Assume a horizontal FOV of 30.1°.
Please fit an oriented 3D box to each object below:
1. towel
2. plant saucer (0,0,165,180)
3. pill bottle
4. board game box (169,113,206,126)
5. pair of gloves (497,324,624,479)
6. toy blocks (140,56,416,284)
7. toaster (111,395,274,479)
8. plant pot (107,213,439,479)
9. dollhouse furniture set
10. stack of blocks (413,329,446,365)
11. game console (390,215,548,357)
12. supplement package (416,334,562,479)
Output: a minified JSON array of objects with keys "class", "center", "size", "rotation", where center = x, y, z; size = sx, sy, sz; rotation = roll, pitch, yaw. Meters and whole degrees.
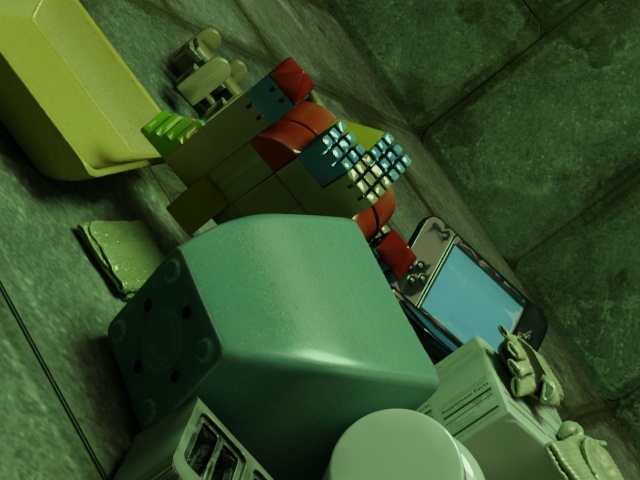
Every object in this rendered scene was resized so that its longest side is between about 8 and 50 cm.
[{"class":"towel","center":[-0.228,0.020,1.442],"size":[0.110,0.027,0.148],"rotation":[56,16,10]},{"class":"plant saucer","center":[-0.342,-0.204,1.516],"size":[0.333,0.081,0.333],"rotation":[53,17,2]},{"class":"pill bottle","center":[0.090,0.296,1.255],"size":[0.318,0.176,0.176],"rotation":[77,-13,-59]},{"class":"board game box","center":[-0.151,-0.084,1.870],"size":[0.259,0.039,0.124],"rotation":[58,17,10]},{"class":"pair of gloves","center":[0.304,0.222,1.495],"size":[0.204,0.042,0.240],"rotation":[29,30,-56]},{"class":"toy blocks","center":[-0.010,-0.064,1.471],"size":[0.381,0.261,0.191],"rotation":[51,47,-8]},{"class":"toaster","center":[-0.113,0.257,1.103],"size":[0.168,0.110,0.186],"rotation":[48,17,-10]},{"class":"plant pot","center":[-0.076,0.120,1.287],"size":[0.252,0.247,0.248],"rotation":[13,40,-45]},{"class":"dollhouse furniture set","center":[-0.120,-0.260,2.046],"size":[0.242,0.161,0.212],"rotation":[49,8,-23]},{"class":"stack of blocks","center":[0.174,0.191,1.990],"size":[0.171,0.087,0.297],"rotation":[41,12,6]},{"class":"game console","center":[0.249,0.126,1.787],"size":[0.293,0.173,0.250],"rotation":[41,62,-19]},{"class":"supplement package","center":[0.172,0.289,1.540],"size":[0.204,0.262,0.145],"rotation":[42,20,-33]}]
